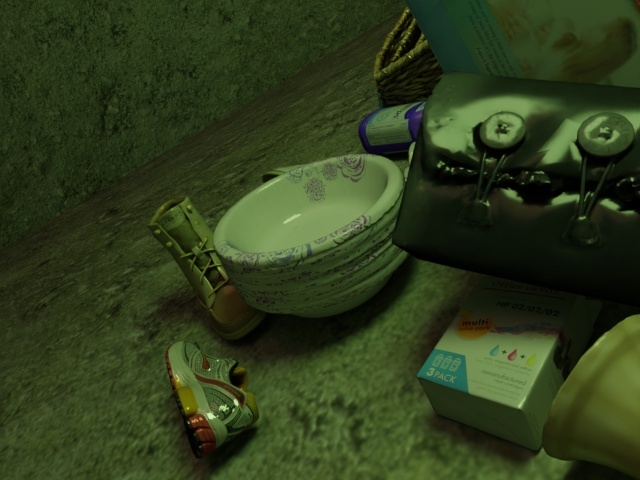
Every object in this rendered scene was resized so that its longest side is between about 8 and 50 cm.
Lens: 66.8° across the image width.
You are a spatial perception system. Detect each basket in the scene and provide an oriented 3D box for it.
[{"bbox_3d":[0.230,-0.456,1.091,0.213,0.223,0.299,13,64,30],"label":"basket"}]

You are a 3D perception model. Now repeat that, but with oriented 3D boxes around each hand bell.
[{"bbox_3d":[0.266,0.156,0.267,0.126,0.126,0.242,-36,38,-12],"label":"hand bell"}]

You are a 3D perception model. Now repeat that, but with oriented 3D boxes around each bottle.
[{"bbox_3d":[0.210,-0.236,0.992,0.118,0.092,0.282,-39,27,-31],"label":"bottle"}]

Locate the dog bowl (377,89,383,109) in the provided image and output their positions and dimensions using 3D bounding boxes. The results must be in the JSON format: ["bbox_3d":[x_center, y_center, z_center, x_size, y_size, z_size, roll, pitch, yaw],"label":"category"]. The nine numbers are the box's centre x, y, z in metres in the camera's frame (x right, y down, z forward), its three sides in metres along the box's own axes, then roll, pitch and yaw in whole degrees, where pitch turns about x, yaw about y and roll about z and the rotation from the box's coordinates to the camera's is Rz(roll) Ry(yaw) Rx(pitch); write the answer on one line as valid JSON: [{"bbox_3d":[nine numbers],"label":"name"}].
[{"bbox_3d":[0.280,-0.417,1.264,0.297,0.074,0.166,-30,26,1],"label":"dog bowl"}]

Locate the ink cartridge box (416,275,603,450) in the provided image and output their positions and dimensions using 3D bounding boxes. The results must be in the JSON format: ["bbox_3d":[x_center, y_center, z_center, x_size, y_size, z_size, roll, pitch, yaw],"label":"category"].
[{"bbox_3d":[0.188,0.095,0.471,0.104,0.062,0.181,4,42,48],"label":"ink cartridge box"}]

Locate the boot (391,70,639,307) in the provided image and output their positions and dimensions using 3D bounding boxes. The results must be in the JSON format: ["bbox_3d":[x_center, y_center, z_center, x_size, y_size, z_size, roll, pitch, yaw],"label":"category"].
[{"bbox_3d":[0.317,-0.106,0.413,0.445,0.146,0.367,12,68,38],"label":"boot"}]

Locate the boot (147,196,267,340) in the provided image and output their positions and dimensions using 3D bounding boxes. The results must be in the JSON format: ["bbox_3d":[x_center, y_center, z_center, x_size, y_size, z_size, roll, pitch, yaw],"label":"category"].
[{"bbox_3d":[-0.190,0.036,0.797,0.095,0.203,0.262,-34,27,-8],"label":"boot"}]

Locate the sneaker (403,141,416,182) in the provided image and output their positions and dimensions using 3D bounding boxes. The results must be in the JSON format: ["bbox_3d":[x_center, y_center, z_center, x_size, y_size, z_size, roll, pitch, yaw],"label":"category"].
[{"bbox_3d":[0.191,-0.136,0.897,0.061,0.054,0.152,-4,38,19],"label":"sneaker"}]

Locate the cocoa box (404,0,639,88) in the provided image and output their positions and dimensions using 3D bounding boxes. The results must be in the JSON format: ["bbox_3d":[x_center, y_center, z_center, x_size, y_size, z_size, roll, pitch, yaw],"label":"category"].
[{"bbox_3d":[0.290,-0.239,0.591,0.231,0.347,0.228,-25,20,33],"label":"cocoa box"}]

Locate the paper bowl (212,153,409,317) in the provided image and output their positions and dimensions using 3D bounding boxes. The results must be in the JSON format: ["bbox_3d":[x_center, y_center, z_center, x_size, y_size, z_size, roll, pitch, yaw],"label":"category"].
[{"bbox_3d":[0.000,0.000,0.713,0.284,0.148,0.284,-18,30,11],"label":"paper bowl"}]

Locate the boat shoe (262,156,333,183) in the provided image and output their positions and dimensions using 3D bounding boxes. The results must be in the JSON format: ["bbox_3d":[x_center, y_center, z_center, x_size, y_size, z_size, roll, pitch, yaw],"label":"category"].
[{"bbox_3d":[0.008,-0.103,0.961,0.302,0.113,0.103,19,52,44],"label":"boat shoe"}]

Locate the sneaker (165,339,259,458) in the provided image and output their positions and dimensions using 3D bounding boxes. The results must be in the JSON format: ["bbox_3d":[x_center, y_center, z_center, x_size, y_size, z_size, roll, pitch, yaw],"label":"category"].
[{"bbox_3d":[-0.144,0.193,0.636,0.092,0.088,0.225,-17,21,-22],"label":"sneaker"}]
